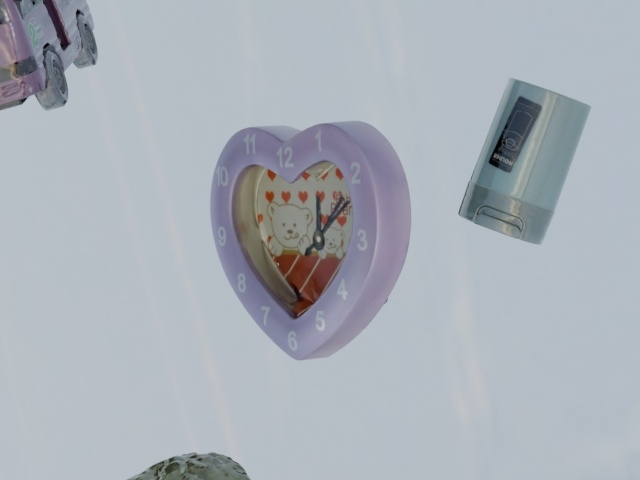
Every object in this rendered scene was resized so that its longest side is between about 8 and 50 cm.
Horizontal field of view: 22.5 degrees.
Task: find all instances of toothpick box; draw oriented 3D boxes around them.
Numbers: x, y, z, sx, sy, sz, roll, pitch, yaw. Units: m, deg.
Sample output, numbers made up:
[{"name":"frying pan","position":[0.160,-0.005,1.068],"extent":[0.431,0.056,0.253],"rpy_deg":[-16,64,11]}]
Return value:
[{"name":"toothpick box","position":[0.115,-0.045,0.909],"extent":[0.052,0.052,0.083],"rpy_deg":[32,104,67]}]

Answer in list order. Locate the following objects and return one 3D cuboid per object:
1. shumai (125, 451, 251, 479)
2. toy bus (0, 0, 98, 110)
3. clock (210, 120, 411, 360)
[{"name":"shumai","position":[-0.074,0.112,0.624],"extent":[0.083,0.080,0.082],"rpy_deg":[3,69,66]},{"name":"toy bus","position":[-0.181,-0.120,0.864],"extent":[0.178,0.087,0.098],"rpy_deg":[-88,-17,-71]},{"name":"clock","position":[0.000,0.000,1.170],"extent":[0.198,0.064,0.172],"rpy_deg":[0,96,52]}]
